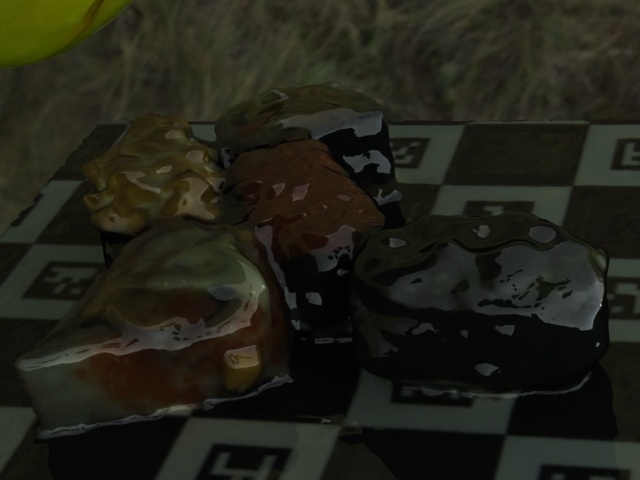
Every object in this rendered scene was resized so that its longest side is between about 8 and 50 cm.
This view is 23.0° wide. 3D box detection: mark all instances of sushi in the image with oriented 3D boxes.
[{"bbox_3d":[0.000,0.000,0.651,0.343,0.359,0.064,-63,150,-55],"label":"sushi"}]

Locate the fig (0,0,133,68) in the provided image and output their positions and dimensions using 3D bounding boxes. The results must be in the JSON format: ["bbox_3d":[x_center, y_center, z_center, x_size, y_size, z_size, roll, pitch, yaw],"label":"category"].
[{"bbox_3d":[-0.126,-0.188,0.538,0.239,0.271,0.239,38,24,-20],"label":"fig"}]
